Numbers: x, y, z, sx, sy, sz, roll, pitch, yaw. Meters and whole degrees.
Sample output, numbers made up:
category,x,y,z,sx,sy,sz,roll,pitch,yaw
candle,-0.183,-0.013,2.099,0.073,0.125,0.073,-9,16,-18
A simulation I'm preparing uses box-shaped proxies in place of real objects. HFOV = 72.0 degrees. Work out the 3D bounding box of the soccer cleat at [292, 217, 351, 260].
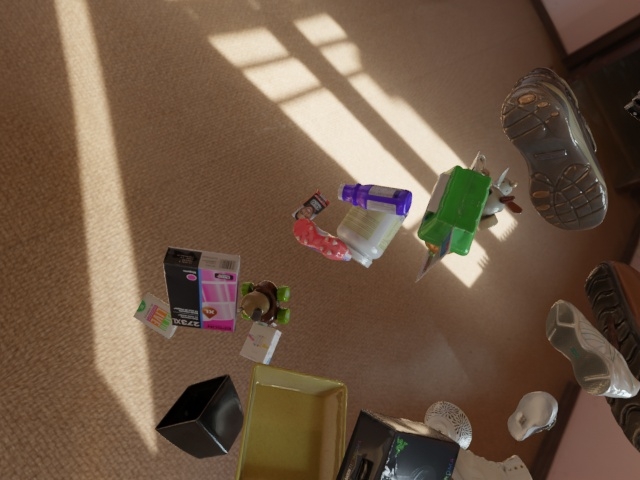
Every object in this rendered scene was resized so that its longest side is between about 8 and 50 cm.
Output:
category,x,y,z,sx,sy,sz,roll,pitch,yaw
soccer cleat,0.000,0.000,1.433,0.095,0.248,0.083,32,90,-44

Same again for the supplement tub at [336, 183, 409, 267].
category,x,y,z,sx,sy,sz,roll,pitch,yaw
supplement tub,0.222,-0.064,1.990,0.235,0.235,0.324,35,89,-23

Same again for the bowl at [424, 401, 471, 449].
category,x,y,z,sx,sy,sz,roll,pitch,yaw
bowl,0.411,0.638,1.483,0.080,0.170,0.170,8,69,-50

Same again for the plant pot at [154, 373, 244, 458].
category,x,y,z,sx,sy,sz,roll,pitch,yaw
plant pot,-0.342,0.546,1.337,0.167,0.187,0.188,59,28,-15

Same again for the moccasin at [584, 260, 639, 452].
category,x,y,z,sx,sy,sz,roll,pitch,yaw
moccasin,0.577,0.202,0.772,0.147,0.139,0.380,16,40,5

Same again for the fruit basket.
category,x,y,z,sx,sy,sz,roll,pitch,yaw
fruit basket,0.372,-0.061,1.342,0.166,0.353,0.327,24,73,1

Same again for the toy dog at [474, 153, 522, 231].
category,x,y,z,sx,sy,sz,roll,pitch,yaw
toy dog,0.638,-0.169,1.560,0.220,0.161,0.333,52,49,-24

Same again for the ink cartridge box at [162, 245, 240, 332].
category,x,y,z,sx,sy,sz,roll,pitch,yaw
ink cartridge box,-0.313,0.162,1.185,0.176,0.371,0.069,8,50,-6

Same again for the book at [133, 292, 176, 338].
category,x,y,z,sx,sy,sz,roll,pitch,yaw
book,-0.553,0.255,1.508,0.144,0.035,0.096,31,97,0

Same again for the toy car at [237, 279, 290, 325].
category,x,y,z,sx,sy,sz,roll,pitch,yaw
toy car,-0.199,0.215,1.368,0.188,0.155,0.148,-33,125,-70

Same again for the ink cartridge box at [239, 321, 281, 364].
category,x,y,z,sx,sy,sz,roll,pitch,yaw
ink cartridge box,-0.204,0.351,1.542,0.090,0.092,0.143,19,74,11

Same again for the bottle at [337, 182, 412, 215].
category,x,y,z,sx,sy,sz,roll,pitch,yaw
bottle,0.208,-0.167,1.713,0.118,0.283,0.092,-45,141,-53

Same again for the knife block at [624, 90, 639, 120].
category,x,y,z,sx,sy,sz,roll,pitch,yaw
knife block,0.616,-0.157,0.656,0.088,0.242,0.275,54,35,-65

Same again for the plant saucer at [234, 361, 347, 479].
category,x,y,z,sx,sy,sz,roll,pitch,yaw
plant saucer,-0.085,0.547,1.247,0.333,0.081,0.332,22,56,-28

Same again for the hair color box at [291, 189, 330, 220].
category,x,y,z,sx,sy,sz,roll,pitch,yaw
hair color box,-0.038,-0.126,1.738,0.072,0.141,0.043,46,23,-9

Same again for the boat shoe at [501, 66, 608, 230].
category,x,y,z,sx,sy,sz,roll,pitch,yaw
boat shoe,0.455,-0.164,0.819,0.355,0.132,0.130,52,58,-33

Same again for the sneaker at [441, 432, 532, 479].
category,x,y,z,sx,sy,sz,roll,pitch,yaw
sneaker,0.454,0.620,1.199,0.169,0.108,0.292,-34,66,-16

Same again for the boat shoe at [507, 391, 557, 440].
category,x,y,z,sx,sy,sz,roll,pitch,yaw
boat shoe,0.765,0.611,1.542,0.105,0.306,0.113,-12,44,-14

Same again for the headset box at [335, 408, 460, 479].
category,x,y,z,sx,sy,sz,roll,pitch,yaw
headset box,0.179,0.576,1.088,0.283,0.131,0.246,28,79,-33

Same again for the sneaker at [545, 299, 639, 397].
category,x,y,z,sx,sy,sz,roll,pitch,yaw
sneaker,0.341,0.138,0.562,0.061,0.053,0.152,18,33,-11
